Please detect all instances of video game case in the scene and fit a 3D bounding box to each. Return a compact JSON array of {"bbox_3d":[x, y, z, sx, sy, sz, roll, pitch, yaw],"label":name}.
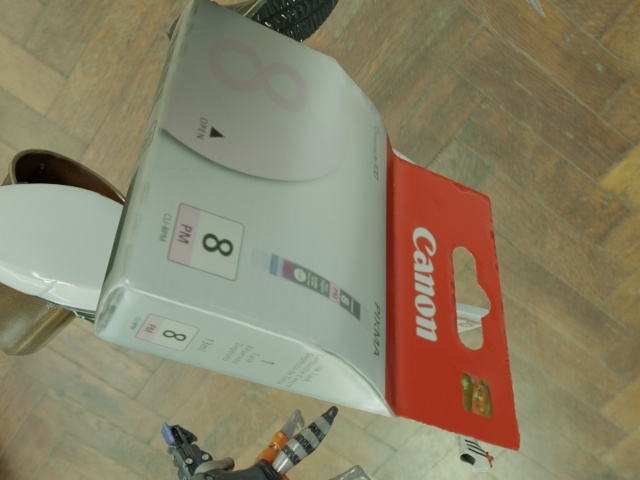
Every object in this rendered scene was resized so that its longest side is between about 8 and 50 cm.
[{"bbox_3d":[0.205,0.128,1.311,0.157,0.019,0.143,14,160,-17],"label":"video game case"}]

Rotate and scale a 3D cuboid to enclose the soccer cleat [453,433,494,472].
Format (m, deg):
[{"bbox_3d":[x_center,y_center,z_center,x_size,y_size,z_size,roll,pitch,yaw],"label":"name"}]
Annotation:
[{"bbox_3d":[0.190,0.269,0.980,0.036,0.083,0.029,-8,118,-21],"label":"soccer cleat"}]

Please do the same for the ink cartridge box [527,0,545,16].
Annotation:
[{"bbox_3d":[0.204,-0.450,0.885,0.130,0.309,0.272,-38,65,16],"label":"ink cartridge box"}]

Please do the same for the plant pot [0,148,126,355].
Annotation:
[{"bbox_3d":[-0.290,0.022,0.787,0.167,0.167,0.165,40,107,-14],"label":"plant pot"}]

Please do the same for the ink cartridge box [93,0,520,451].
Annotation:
[{"bbox_3d":[0.018,-0.009,0.401,0.232,0.189,0.066,17,141,-17],"label":"ink cartridge box"}]

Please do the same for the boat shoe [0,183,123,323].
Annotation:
[{"bbox_3d":[-0.145,0.041,0.619,0.301,0.108,0.102,14,132,-7],"label":"boat shoe"}]

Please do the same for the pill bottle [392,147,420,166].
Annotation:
[{"bbox_3d":[0.000,0.000,0.735,0.124,0.124,0.221,33,96,-11],"label":"pill bottle"}]

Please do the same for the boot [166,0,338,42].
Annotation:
[{"bbox_3d":[-0.089,-0.276,0.908,0.198,0.137,0.077,-35,137,-9],"label":"boot"}]

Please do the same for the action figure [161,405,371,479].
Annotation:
[{"bbox_3d":[-0.132,0.373,1.244,0.341,0.330,0.178,43,137,32],"label":"action figure"}]
